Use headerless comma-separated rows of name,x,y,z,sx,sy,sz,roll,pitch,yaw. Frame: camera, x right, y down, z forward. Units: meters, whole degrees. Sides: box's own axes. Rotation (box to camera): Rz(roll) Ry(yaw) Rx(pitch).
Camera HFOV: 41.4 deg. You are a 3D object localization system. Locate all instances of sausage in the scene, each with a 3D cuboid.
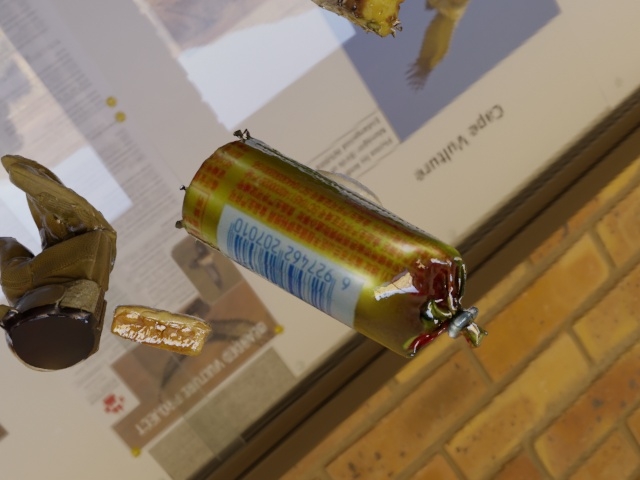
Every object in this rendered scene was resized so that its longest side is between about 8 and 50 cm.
sausage,0.022,0.009,0.816,0.125,0.317,0.117,-59,159,-8

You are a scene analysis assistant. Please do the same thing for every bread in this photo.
bread,-0.211,0.115,1.115,0.074,0.132,0.053,135,-32,-79

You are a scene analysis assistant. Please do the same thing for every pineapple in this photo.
pineapple,-0.005,-0.320,0.978,0.135,0.233,0.080,30,-84,44

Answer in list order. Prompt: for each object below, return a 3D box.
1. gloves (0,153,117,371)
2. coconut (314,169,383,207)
gloves,-0.326,0.016,1.036,0.154,0.141,0.331,-66,-149,31
coconut,0.000,0.000,1.946,0.323,0.323,0.323,-30,-160,12
